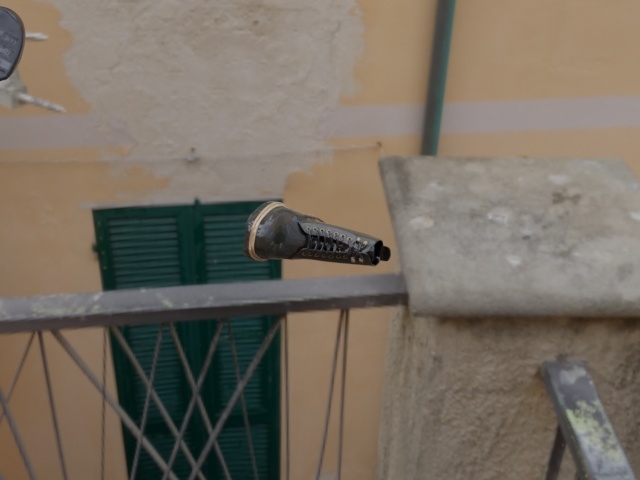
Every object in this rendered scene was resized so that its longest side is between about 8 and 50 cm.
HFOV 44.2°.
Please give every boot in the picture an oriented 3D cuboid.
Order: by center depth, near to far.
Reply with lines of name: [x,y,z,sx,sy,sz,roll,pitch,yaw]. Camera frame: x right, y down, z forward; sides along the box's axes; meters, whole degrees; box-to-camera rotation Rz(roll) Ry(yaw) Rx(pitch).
boot: [0.000,0.000,1.007,0.137,0.077,0.198,15,12,22]

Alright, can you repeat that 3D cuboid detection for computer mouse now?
computer mouse: [-0.411,-0.161,0.896,0.071,0.242,0.041,30,-14,-11]
